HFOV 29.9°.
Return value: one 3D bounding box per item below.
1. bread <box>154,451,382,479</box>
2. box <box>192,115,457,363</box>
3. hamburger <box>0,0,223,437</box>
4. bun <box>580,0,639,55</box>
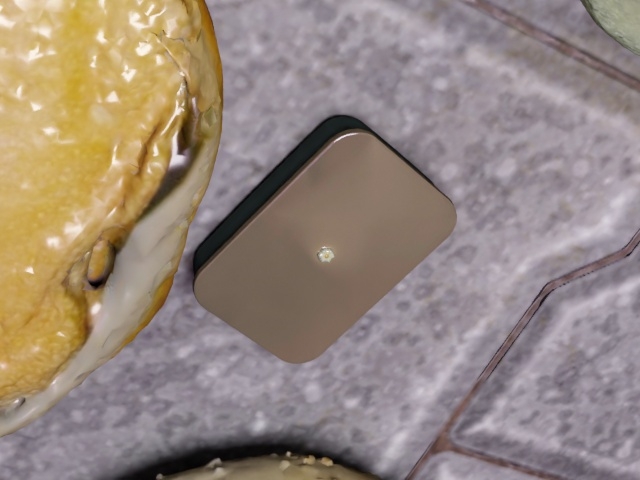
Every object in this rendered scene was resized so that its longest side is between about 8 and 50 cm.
[{"bbox_3d":[-0.046,0.266,0.700,0.306,0.158,0.305,-6,124,-10],"label":"bread"},{"bbox_3d":[0.000,0.000,0.619,0.091,0.031,0.126,36,108,-31],"label":"box"},{"bbox_3d":[-0.184,-0.053,0.443,0.319,0.158,0.318,-6,133,-6],"label":"hamburger"},{"bbox_3d":[0.202,-0.158,0.524,0.195,0.118,0.195,-9,123,-14],"label":"bun"}]
